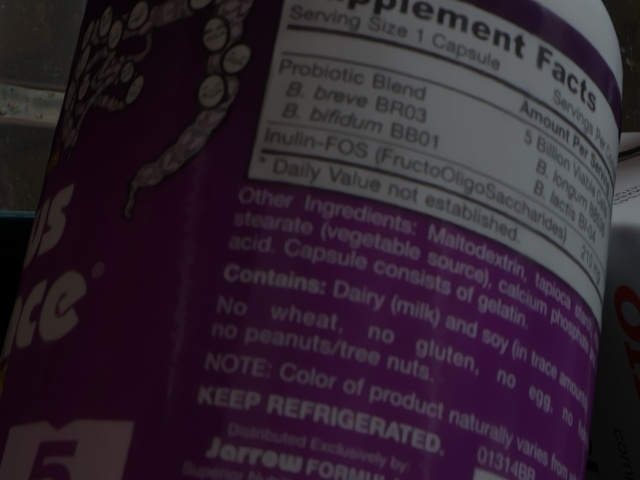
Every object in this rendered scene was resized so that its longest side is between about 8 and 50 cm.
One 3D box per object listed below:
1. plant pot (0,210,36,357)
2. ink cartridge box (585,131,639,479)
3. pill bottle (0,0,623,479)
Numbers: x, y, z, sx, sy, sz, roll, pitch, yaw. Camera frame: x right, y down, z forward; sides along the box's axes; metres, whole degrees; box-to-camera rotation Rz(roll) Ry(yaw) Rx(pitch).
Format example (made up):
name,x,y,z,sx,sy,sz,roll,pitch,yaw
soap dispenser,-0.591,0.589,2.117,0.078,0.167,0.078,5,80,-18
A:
name,x,y,z,sx,sy,sz,roll,pitch,yaw
plant pot,-0.228,0.080,0.796,0.165,0.165,0.234,1,-7,-43
ink cartridge box,0.124,0.065,0.624,0.114,0.197,0.273,-20,9,-21
pill bottle,0.000,0.000,0.473,0.169,0.301,0.169,8,-22,3
